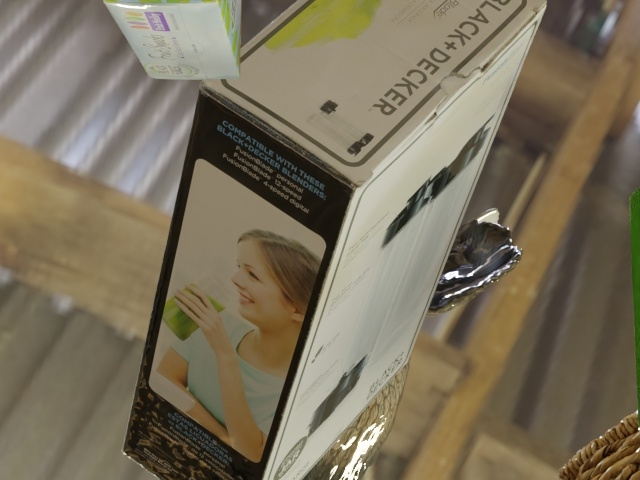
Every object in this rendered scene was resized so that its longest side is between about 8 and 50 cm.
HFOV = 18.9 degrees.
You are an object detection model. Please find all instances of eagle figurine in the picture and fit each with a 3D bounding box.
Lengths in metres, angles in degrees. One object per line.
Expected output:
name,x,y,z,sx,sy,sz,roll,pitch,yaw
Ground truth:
eagle figurine,0.050,0.042,1.536,0.225,0.226,0.298,-19,-137,3

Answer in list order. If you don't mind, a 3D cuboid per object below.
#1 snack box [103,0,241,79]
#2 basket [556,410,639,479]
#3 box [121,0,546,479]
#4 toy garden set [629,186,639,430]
snack box,-0.045,-0.111,0.621,0.037,0.100,0.141,1,176,1
basket,0.400,0.240,1.721,0.299,0.213,0.223,36,177,-27
box,0.000,0.000,0.961,0.087,0.290,0.169,34,-128,14
toy garden set,0.251,0.089,0.862,0.244,0.049,0.204,5,-109,-13
